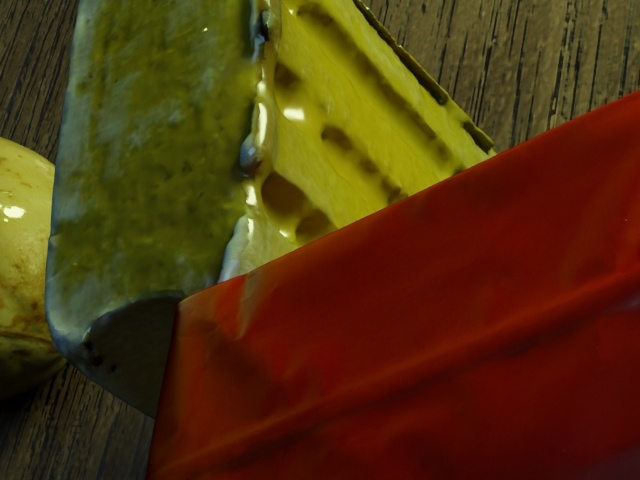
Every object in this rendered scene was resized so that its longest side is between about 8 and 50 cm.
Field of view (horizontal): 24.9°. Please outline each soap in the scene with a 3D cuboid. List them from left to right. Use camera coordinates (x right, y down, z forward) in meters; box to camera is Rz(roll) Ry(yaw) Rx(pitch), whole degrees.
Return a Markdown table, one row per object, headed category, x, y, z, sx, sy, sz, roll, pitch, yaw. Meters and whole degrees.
| category | x | y | z | sx | sy | sz | roll | pitch | yaw |
| --- | --- | --- | --- | --- | --- | --- | --- | --- | --- |
| soap | 0.000 | 0.000 | 0.877 | 0.156 | 0.335 | 0.293 | -17 | 55 | 27 |

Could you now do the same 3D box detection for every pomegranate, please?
| category | x | y | z | sx | sy | sz | roll | pitch | yaw |
| --- | --- | --- | --- | --- | --- | --- | --- | --- | --- |
| pomegranate | -0.285 | 0.019 | 1.151 | 0.215 | 0.215 | 0.215 | -19 | 50 | 24 |

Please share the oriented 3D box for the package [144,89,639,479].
| category | x | y | z | sx | sy | sz | roll | pitch | yaw |
| --- | --- | --- | --- | --- | --- | --- | --- | --- | --- |
| package | 0.074 | 0.076 | 0.571 | 0.423 | 0.123 | 0.196 | -24 | 40 | 27 |
